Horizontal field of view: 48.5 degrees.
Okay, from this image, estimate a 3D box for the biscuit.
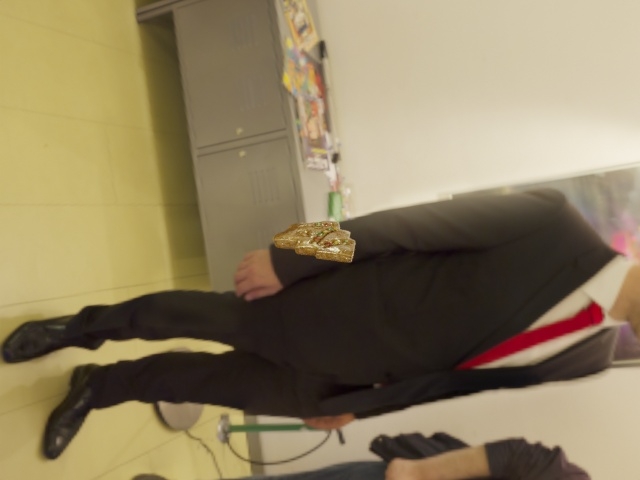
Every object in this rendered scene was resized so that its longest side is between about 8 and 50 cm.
[{"bbox_3d":[0.000,0.000,0.708,0.082,0.092,0.016,-13,116,-33],"label":"biscuit"}]
